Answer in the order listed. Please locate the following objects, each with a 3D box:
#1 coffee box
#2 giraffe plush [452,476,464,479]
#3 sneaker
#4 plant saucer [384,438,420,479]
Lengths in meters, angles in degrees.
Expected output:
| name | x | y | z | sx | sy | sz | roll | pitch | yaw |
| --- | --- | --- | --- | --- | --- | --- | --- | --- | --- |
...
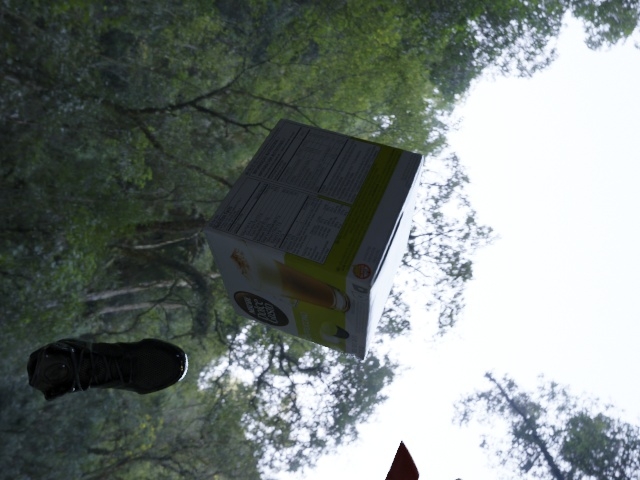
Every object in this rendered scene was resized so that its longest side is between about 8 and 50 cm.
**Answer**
| name | x | y | z | sx | sy | sz | roll | pitch | yaw |
| --- | --- | --- | --- | --- | --- | --- | --- | --- | --- |
| coffee box | 0.000 | 0.000 | 1.018 | 0.333 | 0.338 | 0.338 | 17 | -33 | 14 |
| giraffe plush | 0.296 | 0.621 | 0.940 | 0.210 | 0.181 | 0.170 | 43 | -80 | -11 |
| sneaker | -0.317 | 0.189 | 0.680 | 0.227 | 0.130 | 0.087 | 5 | -91 | 3 |
| plant saucer | 0.092 | 0.470 | 0.736 | 0.047 | 0.259 | 0.259 | 21 | -29 | 20 |
